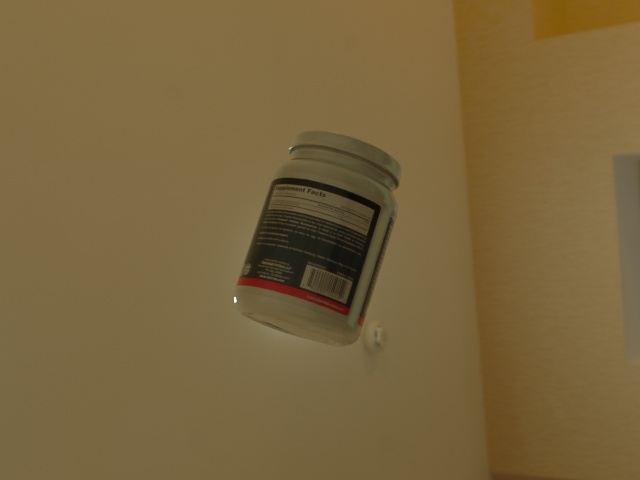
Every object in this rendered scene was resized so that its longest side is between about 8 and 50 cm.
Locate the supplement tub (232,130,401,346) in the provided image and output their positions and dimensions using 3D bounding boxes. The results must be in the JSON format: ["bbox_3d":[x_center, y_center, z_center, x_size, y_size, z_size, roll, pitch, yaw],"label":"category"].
[{"bbox_3d":[0.000,0.000,1.233,0.191,0.191,0.272,34,-110,-52],"label":"supplement tub"}]
